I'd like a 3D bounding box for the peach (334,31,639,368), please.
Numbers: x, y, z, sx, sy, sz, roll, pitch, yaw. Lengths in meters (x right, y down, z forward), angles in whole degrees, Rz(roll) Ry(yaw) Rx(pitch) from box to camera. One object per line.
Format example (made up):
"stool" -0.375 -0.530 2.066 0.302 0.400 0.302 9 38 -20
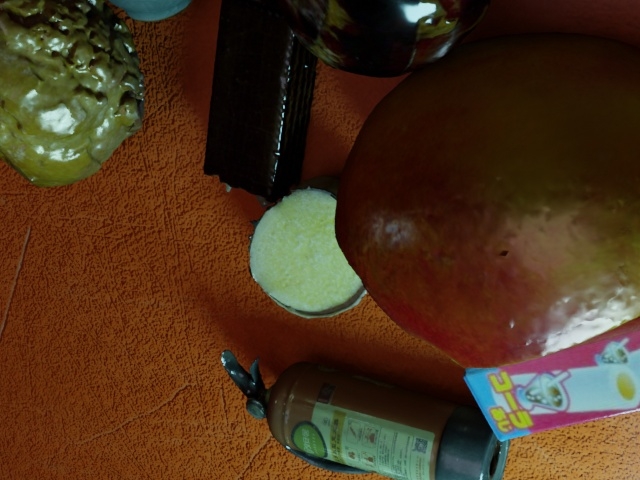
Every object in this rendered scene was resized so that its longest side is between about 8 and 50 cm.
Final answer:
"peach" 0.177 -0.048 0.998 0.380 0.242 0.306 -19 90 40

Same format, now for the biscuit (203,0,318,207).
"biscuit" -0.070 -0.167 1.201 0.106 0.070 0.252 22 121 21

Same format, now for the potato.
"potato" 0.000 0.000 1.234 0.164 0.081 0.200 35 129 2

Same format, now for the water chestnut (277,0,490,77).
"water chestnut" 0.088 -0.295 0.944 0.300 0.300 0.300 13 118 25

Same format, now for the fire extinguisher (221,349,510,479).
"fire extinguisher" 0.046 0.256 1.302 0.376 0.113 0.200 13 119 25

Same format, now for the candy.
"candy" 0.315 0.102 1.044 0.306 0.157 0.100 -23 100 35

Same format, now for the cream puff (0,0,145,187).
"cream puff" -0.359 -0.224 1.235 0.327 0.231 0.343 39 171 -9

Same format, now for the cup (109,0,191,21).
"cup" -0.199 -0.332 1.152 0.199 0.199 0.150 15 137 24
